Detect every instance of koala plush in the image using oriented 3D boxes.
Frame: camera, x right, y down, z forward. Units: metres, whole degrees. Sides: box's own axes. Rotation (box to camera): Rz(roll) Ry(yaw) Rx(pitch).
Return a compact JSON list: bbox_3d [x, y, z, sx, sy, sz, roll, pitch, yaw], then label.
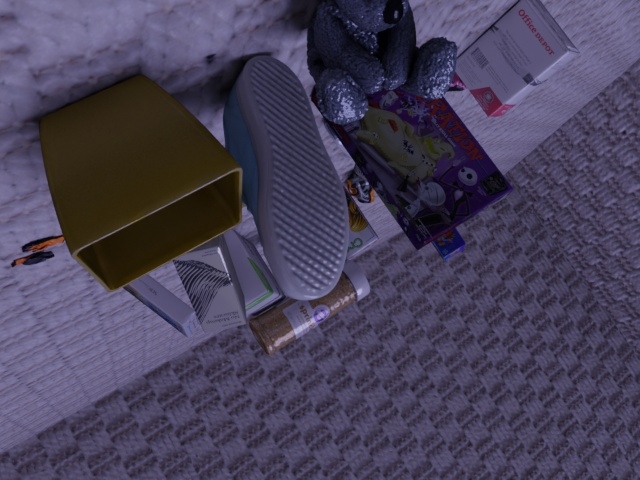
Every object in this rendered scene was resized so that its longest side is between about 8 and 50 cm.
[{"bbox_3d":[0.060,-0.305,0.775,0.196,0.203,0.221,-19,146,-9],"label":"koala plush"}]

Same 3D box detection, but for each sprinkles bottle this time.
[{"bbox_3d":[-0.029,0.193,1.746,0.355,0.121,0.121,-31,169,-17],"label":"sprinkles bottle"}]

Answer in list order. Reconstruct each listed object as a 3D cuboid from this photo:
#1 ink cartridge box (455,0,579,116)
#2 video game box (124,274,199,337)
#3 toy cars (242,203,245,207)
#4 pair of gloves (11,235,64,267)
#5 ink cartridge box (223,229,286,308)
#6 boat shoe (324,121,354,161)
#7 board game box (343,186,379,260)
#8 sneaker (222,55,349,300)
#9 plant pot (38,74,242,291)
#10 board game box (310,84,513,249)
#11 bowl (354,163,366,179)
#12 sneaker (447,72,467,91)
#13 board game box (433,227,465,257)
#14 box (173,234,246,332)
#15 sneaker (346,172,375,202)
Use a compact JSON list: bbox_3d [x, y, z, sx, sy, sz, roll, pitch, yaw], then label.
[{"bbox_3d":[0.429,-0.404,1.333,0.092,0.158,0.218,-17,162,-50],"label":"ink cartridge box"},{"bbox_3d":[-0.365,0.129,1.339,0.048,0.205,0.187,-52,175,-21],"label":"video game box"},{"bbox_3d":[-0.213,-0.062,1.225,0.394,0.087,0.176,-29,168,-19],"label":"toy cars"},{"bbox_3d":[-0.483,0.021,1.032,0.083,0.010,0.074,-40,168,37],"label":"pair of gloves"},{"bbox_3d":[-0.209,0.096,1.649,0.115,0.198,0.273,-33,169,0],"label":"ink cartridge box"},{"bbox_3d":[0.093,-0.231,1.342,0.088,0.096,0.267,-34,159,14],"label":"boat shoe"},{"bbox_3d":[0.000,0.000,1.836,0.305,0.193,0.053,-34,170,8],"label":"board game box"},{"bbox_3d":[-0.062,-0.077,0.879,0.135,0.365,0.150,1,158,-30],"label":"sneaker"},{"bbox_3d":[-0.241,-0.082,0.783,0.212,0.187,0.212,-30,170,-15],"label":"plant pot"},{"bbox_3d":[0.161,-0.176,1.082,0.208,0.346,0.056,-29,166,-22],"label":"board game box"},{"bbox_3d":[0.171,-0.220,1.541,0.170,0.170,0.080,-26,131,-31],"label":"bowl"},{"bbox_3d":[0.309,-0.375,1.447,0.057,0.047,0.119,-32,164,37],"label":"sneaker"},{"bbox_3d":[0.320,-0.104,1.865,0.078,0.347,0.233,-33,169,7],"label":"board game box"},{"bbox_3d":[-0.251,0.087,1.374,0.113,0.094,0.275,-13,134,-1],"label":"box"},{"bbox_3d":[0.117,-0.160,1.790,0.083,0.084,0.215,-18,165,-4],"label":"sneaker"}]
